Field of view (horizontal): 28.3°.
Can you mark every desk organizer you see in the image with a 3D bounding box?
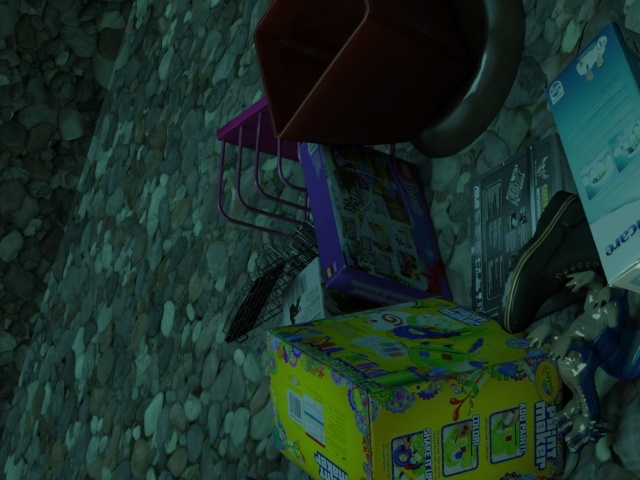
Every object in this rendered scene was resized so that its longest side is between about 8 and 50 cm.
[{"bbox_3d":[0.000,0.000,2.247,0.130,0.047,0.050,-27,55,53],"label":"desk organizer"}]

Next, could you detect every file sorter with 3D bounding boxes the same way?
[{"bbox_3d":[-0.029,-0.137,2.216,0.291,0.202,0.182,-27,55,52],"label":"file sorter"}]

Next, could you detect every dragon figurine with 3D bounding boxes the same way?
[{"bbox_3d":[0.349,0.113,1.530,0.289,0.144,0.085,-56,32,-3],"label":"dragon figurine"}]

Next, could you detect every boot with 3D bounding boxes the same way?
[{"bbox_3d":[0.317,0.042,1.574,0.137,0.077,0.198,22,81,32],"label":"boot"}]

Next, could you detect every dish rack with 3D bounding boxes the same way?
[{"bbox_3d":[-0.063,0.054,2.084,0.074,0.271,0.208,43,135,17],"label":"dish rack"}]

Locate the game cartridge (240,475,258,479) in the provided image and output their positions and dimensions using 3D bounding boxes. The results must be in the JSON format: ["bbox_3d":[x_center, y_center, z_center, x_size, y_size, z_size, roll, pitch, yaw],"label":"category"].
[{"bbox_3d":[-0.182,0.599,2.150,0.355,0.068,0.230,-59,17,8],"label":"game cartridge"}]

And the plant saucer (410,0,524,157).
[{"bbox_3d":[0.208,-0.287,2.036,0.310,0.050,0.310,-34,48,49],"label":"plant saucer"}]

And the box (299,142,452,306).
[{"bbox_3d":[0.081,-0.029,1.959,0.057,0.201,0.293,-49,36,36],"label":"box"}]

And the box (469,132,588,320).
[{"bbox_3d":[0.284,-0.008,1.744,0.183,0.056,0.231,-32,49,49],"label":"box"}]

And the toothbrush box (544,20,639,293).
[{"bbox_3d":[0.400,-0.074,1.414,0.126,0.216,0.295,-49,38,38],"label":"toothbrush box"}]

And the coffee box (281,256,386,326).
[{"bbox_3d":[0.048,0.192,1.936,0.119,0.168,0.297,-45,40,42],"label":"coffee box"}]

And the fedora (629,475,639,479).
[{"bbox_3d":[0.345,0.349,1.425,0.194,0.079,0.194,-37,45,48],"label":"fedora"}]

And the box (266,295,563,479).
[{"bbox_3d":[0.118,0.207,1.647,0.290,0.279,0.177,24,120,62],"label":"box"}]

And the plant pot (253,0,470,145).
[{"bbox_3d":[0.075,-0.302,1.982,0.267,0.236,0.267,-51,37,35],"label":"plant pot"}]
